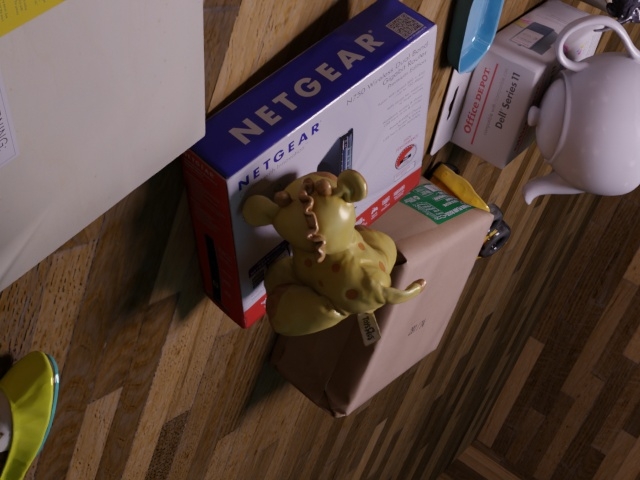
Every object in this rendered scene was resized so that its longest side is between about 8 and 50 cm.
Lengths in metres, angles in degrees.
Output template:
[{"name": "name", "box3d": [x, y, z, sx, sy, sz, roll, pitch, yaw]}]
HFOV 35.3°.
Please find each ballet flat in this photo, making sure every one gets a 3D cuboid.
[{"name": "ballet flat", "box3d": [-0.330, 0.214, 1.016, 0.077, 0.077, 0.231, -1, 124, -46]}]

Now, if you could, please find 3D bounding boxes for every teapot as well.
[{"name": "teapot", "box3d": [0.436, -0.201, 1.655, 0.252, 0.187, 0.256, 103, -5, -78]}]

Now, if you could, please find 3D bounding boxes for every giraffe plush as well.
[{"name": "giraffe plush", "box3d": [0.000, 0.000, 1.109, 0.181, 0.210, 0.171, -30, 116, -11]}]

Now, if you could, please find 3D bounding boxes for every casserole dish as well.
[{"name": "casserole dish", "box3d": [0.237, -0.342, 1.539, 0.114, 0.037, 0.188, -43, 155, -34]}]

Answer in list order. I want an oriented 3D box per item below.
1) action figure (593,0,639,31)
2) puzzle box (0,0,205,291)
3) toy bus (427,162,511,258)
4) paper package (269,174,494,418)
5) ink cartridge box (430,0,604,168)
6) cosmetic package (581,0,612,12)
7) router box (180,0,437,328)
[{"name": "action figure", "box3d": [0.578, -0.450, 1.693, 0.276, 0.140, 0.164, -58, 170, -2]}, {"name": "puzzle box", "box3d": [-0.199, -0.175, 0.791, 0.272, 0.052, 0.409, -42, 154, -34]}, {"name": "toy bus", "box3d": [0.217, -0.011, 1.834, 0.211, 0.149, 0.220, -41, 156, 1]}, {"name": "paper package", "box3d": [0.104, 0.078, 1.641, 0.324, 0.168, 0.310, -24, 141, -54]}, {"name": "ink cartridge box", "box3d": [0.347, -0.267, 1.766, 0.353, 0.119, 0.207, -37, 150, -42]}, {"name": "cosmetic package", "box3d": [0.475, -0.521, 1.714, 0.160, 0.113, 0.309, -61, 158, 6]}, {"name": "router box", "box3d": [-0.008, -0.090, 1.231, 0.335, 0.082, 0.301, -40, 153, -24]}]
